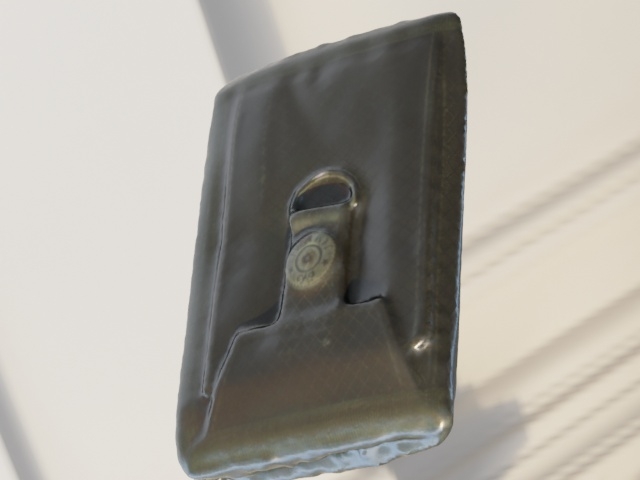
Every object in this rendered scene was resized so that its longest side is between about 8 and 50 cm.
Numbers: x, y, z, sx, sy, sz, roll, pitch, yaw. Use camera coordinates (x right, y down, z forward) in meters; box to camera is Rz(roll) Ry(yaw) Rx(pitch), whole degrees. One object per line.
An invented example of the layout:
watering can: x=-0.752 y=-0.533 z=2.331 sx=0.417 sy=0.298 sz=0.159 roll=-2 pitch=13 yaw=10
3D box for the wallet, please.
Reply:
wallet: x=0.000 y=0.000 z=0.914 sx=0.168 sy=0.052 sz=0.245 roll=-17 pitch=-124 yaw=34
